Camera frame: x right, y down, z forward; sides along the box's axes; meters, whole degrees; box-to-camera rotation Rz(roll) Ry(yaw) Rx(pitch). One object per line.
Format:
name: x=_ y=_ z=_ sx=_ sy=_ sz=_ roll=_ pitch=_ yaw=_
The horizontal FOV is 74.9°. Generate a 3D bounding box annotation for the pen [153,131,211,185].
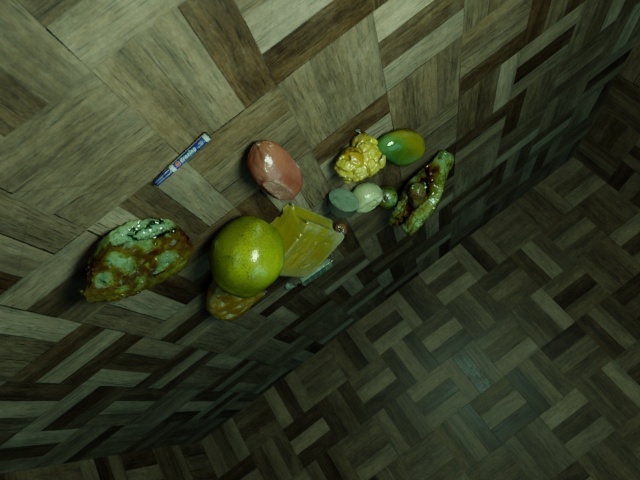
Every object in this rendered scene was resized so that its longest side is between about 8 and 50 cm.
pen: x=-0.381 y=-0.222 z=1.147 sx=0.204 sy=0.025 sz=0.025 roll=-40 pitch=154 yaw=6

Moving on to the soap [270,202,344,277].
soap: x=-0.095 y=0.014 z=1.758 sx=0.293 sy=0.156 sz=0.335 roll=-49 pitch=153 yaw=13

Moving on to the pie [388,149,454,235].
pie: x=0.510 y=-0.230 z=2.045 sx=0.418 sy=0.180 sz=0.395 roll=-47 pitch=168 yaw=-35

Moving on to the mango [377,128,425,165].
mango: x=0.319 y=-0.379 z=1.684 sx=0.250 sy=0.114 sz=0.156 roll=7 pitch=141 yaw=-40

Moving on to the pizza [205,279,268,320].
pizza: x=-0.366 y=0.223 z=1.800 sx=0.277 sy=0.114 sz=0.409 roll=-27 pitch=153 yaw=-18

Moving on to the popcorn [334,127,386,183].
popcorn: x=0.151 y=-0.294 z=1.551 sx=0.194 sy=0.163 sz=0.140 roll=-59 pitch=-175 yaw=-15

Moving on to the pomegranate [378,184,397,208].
pomegranate: x=0.307 y=-0.207 z=1.962 sx=0.114 sy=0.114 sz=0.142 roll=-46 pitch=180 yaw=18

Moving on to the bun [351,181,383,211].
bun: x=0.192 y=-0.190 z=1.838 sx=0.164 sy=0.111 sz=0.188 roll=-35 pitch=166 yaw=16

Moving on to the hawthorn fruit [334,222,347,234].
hawthorn fruit: x=0.101 y=-0.058 z=2.003 sx=0.067 sy=0.067 sz=0.103 roll=-45 pitch=180 yaw=17

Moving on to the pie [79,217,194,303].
pie: x=-0.567 y=0.066 z=1.302 sx=0.354 sy=0.103 sz=0.288 roll=-22 pitch=150 yaw=-38

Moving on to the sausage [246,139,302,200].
sausage: x=-0.142 y=-0.214 z=1.334 sx=0.148 sy=0.148 sz=0.254 roll=-43 pitch=152 yaw=11

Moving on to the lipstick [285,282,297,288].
lipstick: x=-0.149 y=0.241 z=2.206 sx=0.025 sy=0.025 sz=0.107 roll=-44 pitch=160 yaw=14

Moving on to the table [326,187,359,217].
table: x=0.091 y=-0.155 z=1.728 sx=0.133 sy=0.133 sz=0.043 roll=-18 pitch=150 yaw=-34

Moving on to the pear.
pear: x=-0.256 y=0.052 z=1.490 sx=0.294 sy=0.294 sz=0.294 roll=-29 pitch=153 yaw=-16

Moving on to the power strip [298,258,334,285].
power strip: x=-0.017 y=0.169 z=2.245 sx=0.226 sy=0.029 sz=0.080 roll=-35 pitch=154 yaw=-5
